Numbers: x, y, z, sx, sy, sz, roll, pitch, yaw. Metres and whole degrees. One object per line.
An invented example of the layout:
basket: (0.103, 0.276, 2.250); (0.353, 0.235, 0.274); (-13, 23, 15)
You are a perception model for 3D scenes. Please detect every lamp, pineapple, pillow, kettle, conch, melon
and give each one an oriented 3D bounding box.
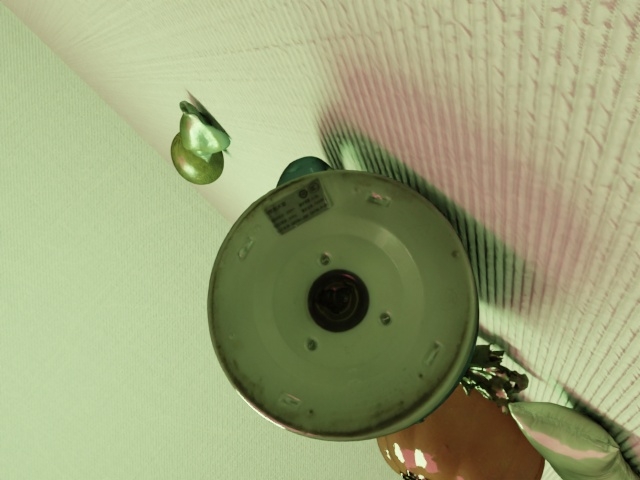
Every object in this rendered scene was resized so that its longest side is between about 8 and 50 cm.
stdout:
lamp: (0.239, 0.374, 1.410); (0.305, 0.239, 0.305); (20, 162, 7)
pineapple: (0.140, 0.153, 1.182); (0.361, 0.175, 0.175); (16, 156, 42)
pillow: (0.354, 0.288, 1.039); (0.144, 0.078, 0.254); (21, 160, 47)
kettle: (0.044, 0.052, 0.877); (0.342, 0.247, 0.319); (37, -146, -72)
conch: (-0.208, -0.179, 1.396); (0.088, 0.065, 0.180); (42, 165, 20)
melon: (-0.241, -0.164, 1.556); (0.098, 0.098, 0.131); (37, 165, 40)
